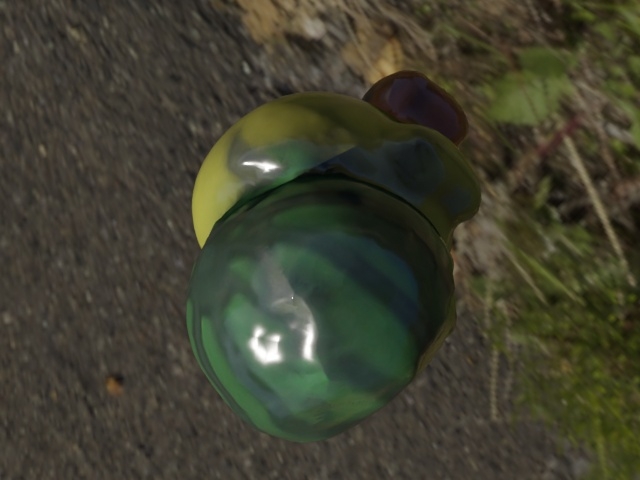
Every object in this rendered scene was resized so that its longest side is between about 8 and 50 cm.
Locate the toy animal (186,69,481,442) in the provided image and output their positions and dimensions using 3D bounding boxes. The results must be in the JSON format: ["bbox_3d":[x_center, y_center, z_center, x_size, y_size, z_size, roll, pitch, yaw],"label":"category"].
[{"bbox_3d":[-0.002,-0.001,1.157,0.191,0.338,0.216,38,118,-14],"label":"toy animal"}]
